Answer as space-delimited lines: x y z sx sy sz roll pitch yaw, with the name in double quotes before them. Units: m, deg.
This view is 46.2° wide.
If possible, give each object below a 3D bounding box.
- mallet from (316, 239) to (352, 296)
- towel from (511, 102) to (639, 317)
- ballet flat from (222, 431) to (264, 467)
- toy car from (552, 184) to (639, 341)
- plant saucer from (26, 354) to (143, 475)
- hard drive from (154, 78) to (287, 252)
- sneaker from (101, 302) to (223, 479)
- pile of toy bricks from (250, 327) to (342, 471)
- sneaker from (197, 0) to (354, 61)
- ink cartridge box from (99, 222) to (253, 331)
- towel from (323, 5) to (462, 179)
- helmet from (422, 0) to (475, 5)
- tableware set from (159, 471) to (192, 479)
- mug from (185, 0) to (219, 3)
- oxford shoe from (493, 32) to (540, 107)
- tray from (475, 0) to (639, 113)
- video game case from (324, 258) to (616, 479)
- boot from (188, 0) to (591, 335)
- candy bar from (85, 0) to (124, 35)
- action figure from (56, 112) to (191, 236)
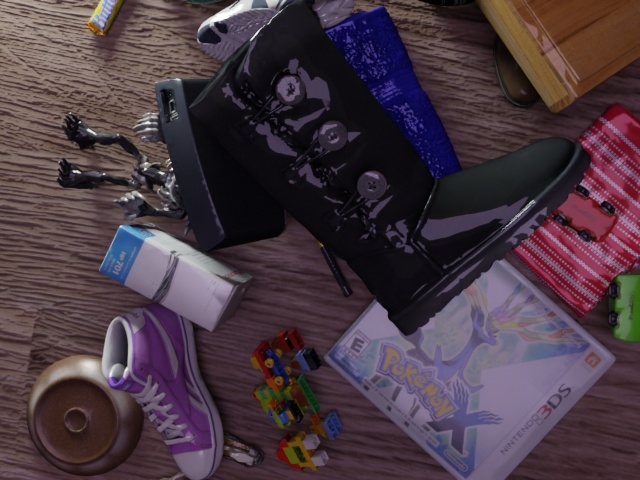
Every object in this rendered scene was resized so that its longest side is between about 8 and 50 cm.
"mallet" 0.000 0.000 1.167 0.039 0.062 0.190 -27 103 2
"towel" 0.419 -0.045 1.124 0.199 0.031 0.275 44 95 4
"ballet flat" -0.145 0.328 1.182 0.114 0.041 0.041 18 93 5
"toy car" 0.443 0.031 1.081 0.239 0.053 0.225 2 92 7
"plant saucer" -0.386 0.286 1.207 0.198 0.036 0.199 0 91 6
"hard drive" -0.138 -0.120 1.108 0.054 0.172 0.255 -19 85 43
"sneaker" -0.248 0.239 1.122 0.102 0.161 0.282 -21 85 27
"pile of toy bricks" -0.058 0.241 1.153 0.105 0.118 0.212 -16 108 33
"sneaker" -0.082 -0.359 1.116 0.235 0.094 0.153 -26 50 1
"ink cartridge box" -0.212 0.050 1.131 0.190 0.139 0.082 29 95 4
"towel" 0.058 -0.177 1.132 0.227 0.076 0.308 -26 89 6
"helmet" 0.192 -0.417 1.070 0.169 0.161 0.170 0 91 6
"tableware set" -0.246 0.451 1.197 0.194 0.039 0.128 -28 77 0
"mug" -0.180 -0.412 1.134 0.129 0.157 0.097 -11 93 -18
"oxford shoe" 0.301 -0.311 1.097 0.082 0.096 0.227 1 93 4
"tray" 0.434 -0.369 1.033 0.411 0.076 0.203 -33 88 -13
"video game case" 0.224 0.178 1.145 0.329 0.036 0.300 42 95 3
"boot" 0.097 -0.149 1.030 0.367 0.146 0.445 -43 92 0
"candy bar" -0.322 -0.399 1.193 0.040 0.018 0.161 30 93 4
"action figure" -0.262 -0.103 1.135 0.275 0.141 0.164 12 87 8
